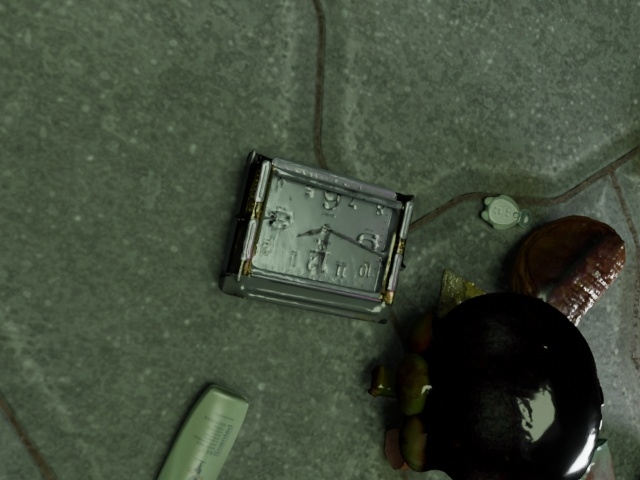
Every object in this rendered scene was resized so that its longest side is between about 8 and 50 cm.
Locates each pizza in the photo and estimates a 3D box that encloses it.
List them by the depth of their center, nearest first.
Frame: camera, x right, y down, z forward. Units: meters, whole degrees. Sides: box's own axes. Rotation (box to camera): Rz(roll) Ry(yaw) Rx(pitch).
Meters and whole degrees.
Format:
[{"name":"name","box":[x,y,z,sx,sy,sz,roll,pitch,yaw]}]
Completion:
[{"name":"pizza","box":[0.211,0.096,0.929,0.122,0.026,0.109,-28,100,-18]}]

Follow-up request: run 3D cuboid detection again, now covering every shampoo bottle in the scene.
[{"name":"shampoo bottle","box":[-0.162,0.290,0.768,0.072,0.049,0.213,26,83,-26]}]

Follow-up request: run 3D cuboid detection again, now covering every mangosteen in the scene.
[{"name":"mangosteen","box":[0.213,0.203,0.814,0.301,0.275,0.275,3,92,15]}]

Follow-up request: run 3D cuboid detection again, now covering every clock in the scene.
[{"name":"clock","box":[0.000,0.000,0.805,0.253,0.083,0.187,14,87,-22]}]

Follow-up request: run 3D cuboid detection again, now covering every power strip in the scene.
[{"name":"power strip","box":[0.292,-0.042,0.959,0.083,0.035,0.055,14,87,-9]}]

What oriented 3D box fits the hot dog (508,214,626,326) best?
[{"name":"hot dog","box":[0.388,0.057,0.961,0.226,0.099,0.161,-32,104,-19]}]

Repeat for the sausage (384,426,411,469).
[{"name":"sausage","box":[0.182,0.305,0.909,0.169,0.065,0.065,3,91,-24]}]

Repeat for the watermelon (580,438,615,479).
[{"name":"watermelon","box":[0.399,0.478,0.965,0.226,0.148,0.319,33,61,-24]}]
